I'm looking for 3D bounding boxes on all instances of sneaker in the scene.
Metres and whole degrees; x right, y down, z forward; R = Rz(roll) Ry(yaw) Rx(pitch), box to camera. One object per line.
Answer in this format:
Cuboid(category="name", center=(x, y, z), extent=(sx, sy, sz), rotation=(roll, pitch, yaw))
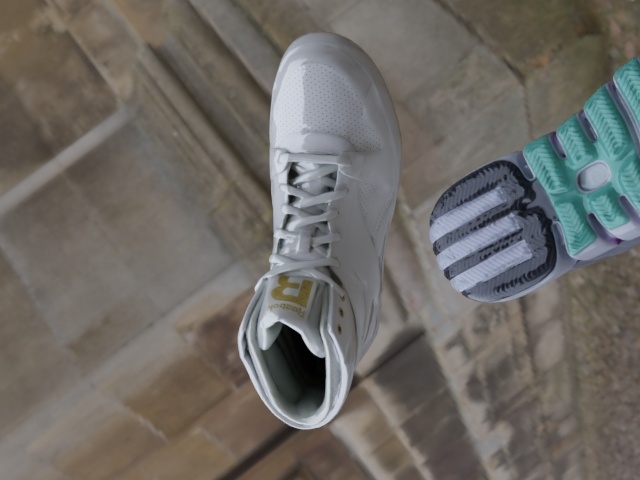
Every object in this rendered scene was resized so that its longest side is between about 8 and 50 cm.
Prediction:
Cuboid(category="sneaker", center=(0.000, 0.000, 0.873), extent=(0.169, 0.108, 0.293), rotation=(-62, -29, -63))
Cuboid(category="sneaker", center=(0.159, -0.041, 0.529), extent=(0.098, 0.223, 0.083), rotation=(-8, -104, -58))
